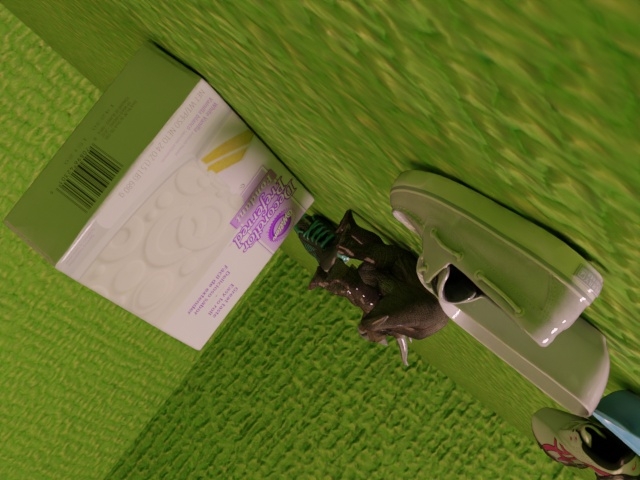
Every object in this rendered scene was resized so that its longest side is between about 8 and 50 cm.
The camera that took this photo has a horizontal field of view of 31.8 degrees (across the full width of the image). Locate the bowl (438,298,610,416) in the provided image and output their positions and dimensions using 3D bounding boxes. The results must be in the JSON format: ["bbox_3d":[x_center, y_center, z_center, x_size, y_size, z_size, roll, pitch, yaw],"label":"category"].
[{"bbox_3d":[0.158,0.069,0.847,0.142,0.053,0.142,37,176,14],"label":"bowl"}]

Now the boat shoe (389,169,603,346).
[{"bbox_3d":[0.091,0.011,0.685,0.066,0.063,0.184,42,175,-42],"label":"boat shoe"}]

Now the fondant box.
[{"bbox_3d":[-0.162,-0.035,1.252,0.096,0.238,0.330,35,176,27],"label":"fondant box"}]

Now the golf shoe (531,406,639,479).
[{"bbox_3d":[0.328,0.244,1.374,0.186,0.067,0.086,31,148,51],"label":"golf shoe"}]

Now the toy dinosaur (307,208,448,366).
[{"bbox_3d":[0.079,0.052,1.192,0.160,0.121,0.313,27,173,-6],"label":"toy dinosaur"}]

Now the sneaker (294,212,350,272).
[{"bbox_3d":[0.000,0.000,1.525,0.076,0.065,0.166,43,174,-13],"label":"sneaker"}]

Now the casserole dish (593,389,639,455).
[{"bbox_3d":[0.308,0.186,0.952,0.188,0.037,0.114,41,176,-22],"label":"casserole dish"}]
